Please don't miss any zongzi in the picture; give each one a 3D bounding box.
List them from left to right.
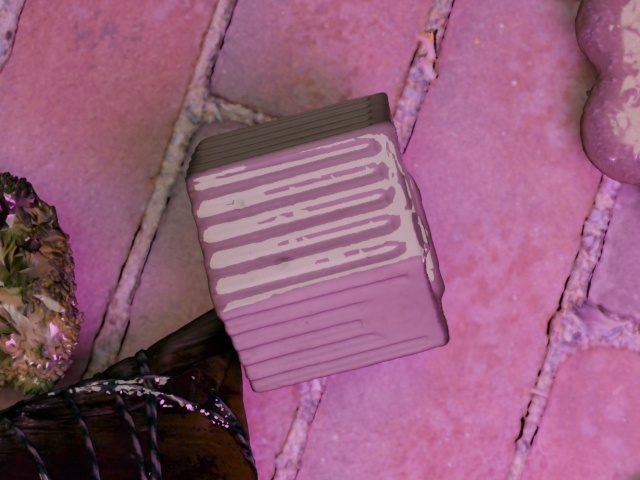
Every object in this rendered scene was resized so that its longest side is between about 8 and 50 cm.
[{"bbox_3d":[-0.232,0.224,1.371,0.383,0.362,0.319,-19,68,3],"label":"zongzi"}]

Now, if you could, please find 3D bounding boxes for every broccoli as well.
[{"bbox_3d":[-0.314,0.032,1.495,0.198,0.176,0.226,-34,110,23],"label":"broccoli"}]

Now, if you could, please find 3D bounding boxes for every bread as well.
[{"bbox_3d":[0.346,-0.094,1.480,0.183,0.102,0.337,-44,81,3],"label":"bread"}]

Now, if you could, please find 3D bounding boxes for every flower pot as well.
[{"bbox_3d":[0.000,0.000,1.448,0.189,0.239,0.209,-16,50,5],"label":"flower pot"}]
